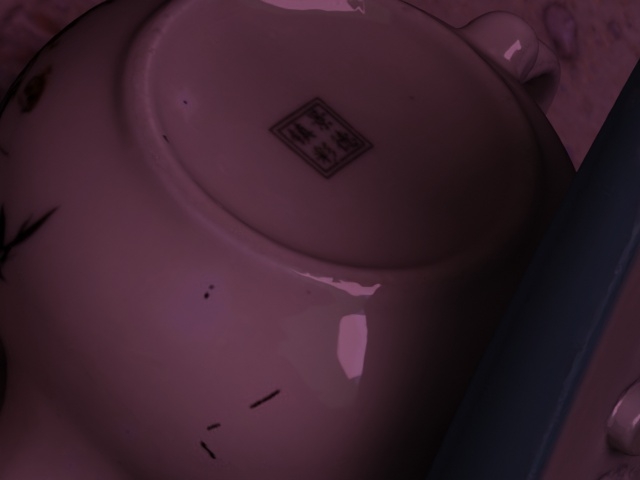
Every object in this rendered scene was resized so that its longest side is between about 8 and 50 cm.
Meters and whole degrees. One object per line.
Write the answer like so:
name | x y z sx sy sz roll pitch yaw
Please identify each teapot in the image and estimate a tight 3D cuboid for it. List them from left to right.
teapot | 0.000 0.000 0.642 0.208 0.166 0.299 33 36 24

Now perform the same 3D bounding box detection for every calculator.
calculator | 0.107 0.069 0.602 0.256 0.054 0.386 -6 122 -56
